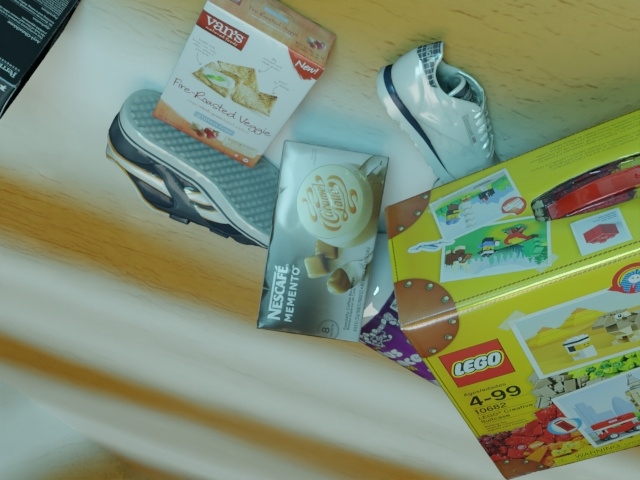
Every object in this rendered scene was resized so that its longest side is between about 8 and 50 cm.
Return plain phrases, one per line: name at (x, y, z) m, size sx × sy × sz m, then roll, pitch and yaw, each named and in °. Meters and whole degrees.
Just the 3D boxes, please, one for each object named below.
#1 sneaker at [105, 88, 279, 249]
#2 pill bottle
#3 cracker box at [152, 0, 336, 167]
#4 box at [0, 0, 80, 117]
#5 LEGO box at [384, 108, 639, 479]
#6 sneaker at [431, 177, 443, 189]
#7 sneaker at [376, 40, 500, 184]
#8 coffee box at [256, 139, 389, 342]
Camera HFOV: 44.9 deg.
sneaker at (-0.165, -0.082, 1.130) m, size 0.321 × 0.126 × 0.127 m, roll 38°, pitch 138°, yaw -14°
pill bottle at (0.115, 0.092, 1.200) m, size 0.301 × 0.169 × 0.169 m, roll 32°, pitch 142°, yaw -19°
cracker box at (-0.103, -0.206, 0.982) m, size 0.155 × 0.067 × 0.232 m, roll 27°, pitch 143°, yaw -13°
box at (-0.447, -0.293, 0.914) m, size 0.261 × 0.184 × 0.103 m, roll 34°, pitch 141°, yaw -20°
LEGO box at (0.379, 0.052, 0.886) m, size 0.500 × 0.193 × 0.372 m, roll -21°, pitch 132°, yaw 17°
sneaker at (0.280, -0.006, 1.032) m, size 0.283 × 0.124 × 0.107 m, roll 4°, pitch 143°, yaw 19°
sneaker at (0.169, -0.138, 0.944) m, size 0.094 × 0.090 × 0.235 m, roll -26°, pitch 128°, yaw 33°
coffee box at (0.000, 0.000, 1.039) m, size 0.141 × 0.247 × 0.098 m, roll 10°, pitch -177°, yaw -4°
